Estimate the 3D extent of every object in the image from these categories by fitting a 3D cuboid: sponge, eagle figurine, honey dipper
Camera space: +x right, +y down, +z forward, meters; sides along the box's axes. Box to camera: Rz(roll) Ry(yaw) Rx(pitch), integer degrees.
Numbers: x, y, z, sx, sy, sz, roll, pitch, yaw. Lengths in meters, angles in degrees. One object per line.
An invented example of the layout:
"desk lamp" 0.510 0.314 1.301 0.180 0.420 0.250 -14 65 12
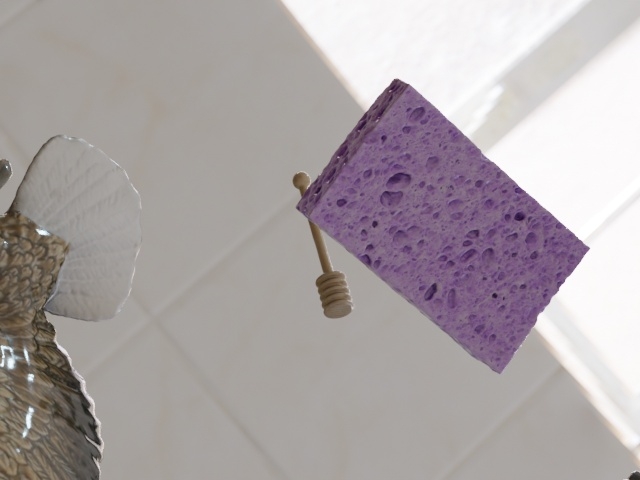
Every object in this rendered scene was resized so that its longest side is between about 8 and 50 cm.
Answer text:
"sponge" 0.091 -0.008 1.391 0.210 0.117 0.031 39 -4 -29
"eagle figurine" -0.202 0.051 0.958 0.226 0.225 0.298 22 8 -18
"honey dipper" 0.000 0.000 1.870 0.030 0.030 0.160 84 -8 -59

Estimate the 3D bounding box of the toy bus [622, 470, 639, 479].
"toy bus" 0.360 0.332 2.082 0.108 0.130 0.333 29 -2 20
